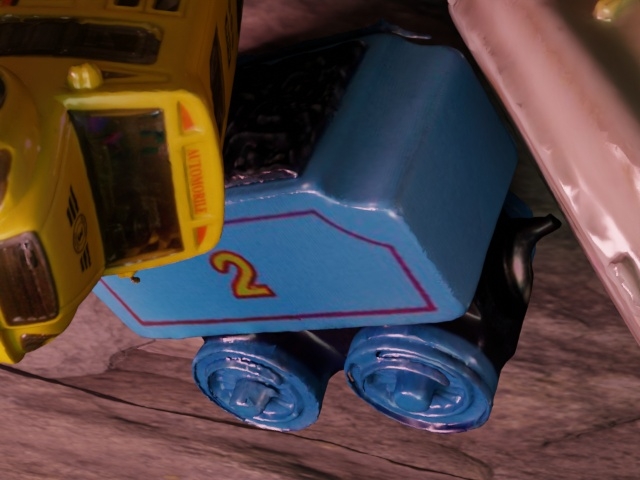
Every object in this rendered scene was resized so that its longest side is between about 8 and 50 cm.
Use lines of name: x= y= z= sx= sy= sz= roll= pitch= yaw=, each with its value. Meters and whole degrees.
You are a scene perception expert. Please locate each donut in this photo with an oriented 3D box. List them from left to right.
donut: x=0.209 y=-0.027 z=0.597 sx=0.142 sy=0.382 sz=0.382 roll=-30 pitch=127 yaw=10

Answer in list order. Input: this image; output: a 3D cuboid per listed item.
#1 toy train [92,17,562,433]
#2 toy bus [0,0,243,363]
toy train: x=0.000 y=0.000 z=0.741 sx=0.300 sy=0.188 sz=0.265 roll=-7 pitch=134 yaw=37
toy bus: x=-0.121 y=-0.090 z=0.585 sx=0.152 sy=0.330 sz=0.144 roll=1 pitch=136 yaw=1
